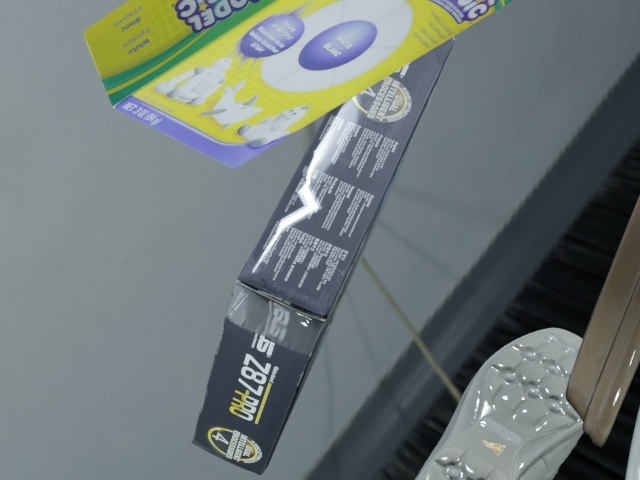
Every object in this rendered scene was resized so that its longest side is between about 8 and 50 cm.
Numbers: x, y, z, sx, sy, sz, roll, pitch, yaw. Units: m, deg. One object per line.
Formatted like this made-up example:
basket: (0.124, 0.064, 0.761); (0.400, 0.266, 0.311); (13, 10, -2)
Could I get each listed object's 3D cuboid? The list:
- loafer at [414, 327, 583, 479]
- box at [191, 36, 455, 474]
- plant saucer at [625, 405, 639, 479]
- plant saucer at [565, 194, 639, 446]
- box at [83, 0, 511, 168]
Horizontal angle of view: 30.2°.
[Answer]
loafer: (0.156, 0.195, 1.067); (0.319, 0.112, 0.111); (-40, 157, -39)
box: (0.000, 0.000, 1.221); (0.318, 0.097, 0.395); (108, 7, -52)
plant saucer: (0.325, 0.033, 0.822); (0.400, 0.100, 0.400); (-44, 145, -44)
plant saucer: (0.235, 0.011, 0.840); (0.278, 0.041, 0.278); (-57, 160, -33)
box: (0.007, -0.099, 0.482); (0.179, 0.043, 0.105); (-32, 158, 16)
